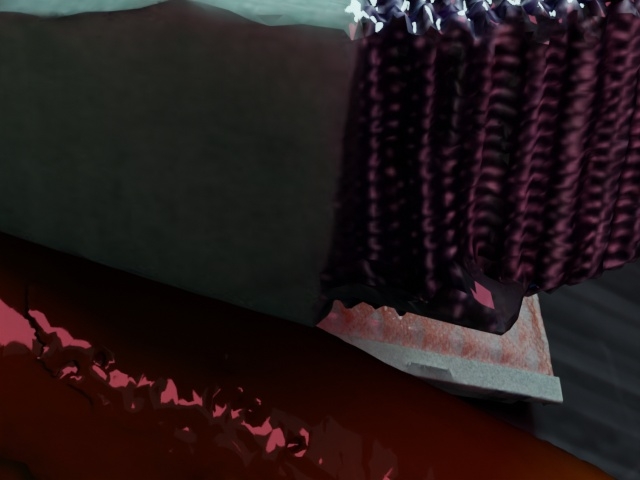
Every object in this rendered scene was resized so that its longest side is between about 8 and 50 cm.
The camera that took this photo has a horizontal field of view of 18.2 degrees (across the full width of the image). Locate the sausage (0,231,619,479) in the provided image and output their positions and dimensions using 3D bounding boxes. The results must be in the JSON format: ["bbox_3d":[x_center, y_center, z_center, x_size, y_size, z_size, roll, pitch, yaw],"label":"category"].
[{"bbox_3d":[0.004,0.082,0.595,0.330,0.102,0.102,29,48,-25],"label":"sausage"}]

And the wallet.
[{"bbox_3d":[0.000,0.000,0.697,0.196,0.020,0.103,12,57,-35],"label":"wallet"}]

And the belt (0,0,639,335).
[{"bbox_3d":[-0.025,-0.100,0.562,0.324,0.122,0.260,16,41,13],"label":"belt"}]
